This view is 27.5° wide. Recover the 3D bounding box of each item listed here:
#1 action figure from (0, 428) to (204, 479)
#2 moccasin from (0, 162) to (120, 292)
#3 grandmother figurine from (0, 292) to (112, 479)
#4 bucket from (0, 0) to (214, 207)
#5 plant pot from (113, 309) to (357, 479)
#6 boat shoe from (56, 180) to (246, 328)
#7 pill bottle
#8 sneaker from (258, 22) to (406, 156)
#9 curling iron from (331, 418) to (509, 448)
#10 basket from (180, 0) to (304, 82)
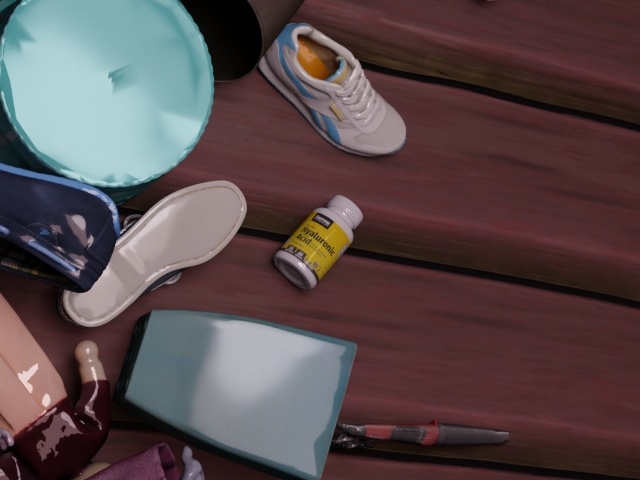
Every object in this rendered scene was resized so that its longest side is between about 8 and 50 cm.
[{"bbox_3d":[-0.286,0.343,1.311,0.370,0.276,0.248,-15,110,-13],"label":"action figure"},{"bbox_3d":[-0.385,-0.023,1.361,0.342,0.137,0.116,8,63,8],"label":"moccasin"},{"bbox_3d":[-0.318,0.200,1.450,0.208,0.104,0.342,-39,99,-4],"label":"grandmother figurine"},{"bbox_3d":[-0.260,-0.168,1.465,0.281,0.183,0.281,2,84,-26],"label":"bucket"},{"bbox_3d":[-0.108,0.166,1.518,0.234,0.165,0.165,20,77,-13],"label":"plant pot"},{"bbox_3d":[-0.199,0.016,1.533,0.254,0.079,0.095,-42,104,-20],"label":"boat shoe"},{"bbox_3d":[0.000,0.000,1.633,0.065,0.065,0.116,46,68,-14],"label":"pill bottle"},{"bbox_3d":[0.024,-0.184,1.648,0.229,0.092,0.087,36,70,-22],"label":"sneaker"},{"bbox_3d":[0.131,0.246,1.677,0.274,0.068,0.035,3,82,-30],"label":"curling iron"},{"bbox_3d":[-0.077,-0.327,1.575,0.154,0.204,0.227,40,61,-7],"label":"basket"}]
